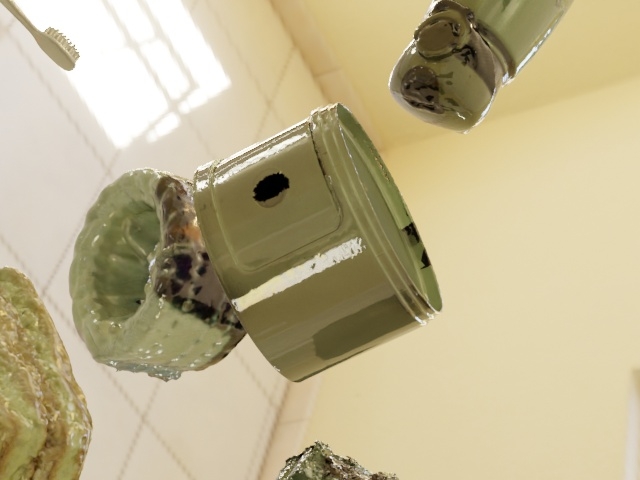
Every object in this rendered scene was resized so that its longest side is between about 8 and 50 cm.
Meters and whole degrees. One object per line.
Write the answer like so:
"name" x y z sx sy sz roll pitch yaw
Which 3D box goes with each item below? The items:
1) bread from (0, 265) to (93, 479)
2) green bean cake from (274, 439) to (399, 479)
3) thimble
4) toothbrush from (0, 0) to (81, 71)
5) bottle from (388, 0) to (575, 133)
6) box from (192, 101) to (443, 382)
"bread" -0.215 0.113 0.810 0.102 0.138 0.196 0 31 -34
"green bean cake" 0.048 0.360 1.720 0.208 0.193 0.107 55 30 0
"thimble" -0.181 0.044 1.477 0.150 0.237 0.237 19 59 -41
"toothbrush" -0.320 -0.259 1.148 0.286 0.020 0.025 46 38 -23
"bottle" 0.217 -0.286 1.680 0.347 0.168 0.168 -55 130 -26
"box" 0.000 0.000 1.201 0.226 0.149 0.226 59 12 -22
